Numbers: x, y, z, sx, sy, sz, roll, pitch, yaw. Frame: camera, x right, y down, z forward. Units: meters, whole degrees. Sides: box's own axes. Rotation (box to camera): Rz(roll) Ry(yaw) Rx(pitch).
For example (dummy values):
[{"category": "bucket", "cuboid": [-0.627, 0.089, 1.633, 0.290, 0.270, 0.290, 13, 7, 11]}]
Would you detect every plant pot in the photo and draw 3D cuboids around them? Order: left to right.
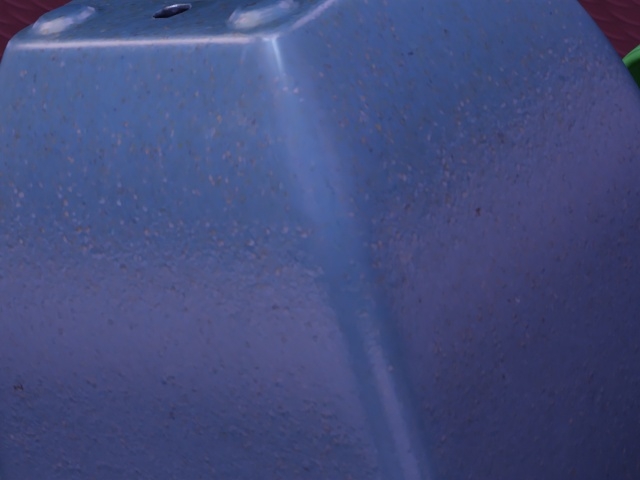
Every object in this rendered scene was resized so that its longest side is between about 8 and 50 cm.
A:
[{"category": "plant pot", "cuboid": [0.000, 0.000, 0.829, 0.247, 0.252, 0.248, 4, 30, 38]}]

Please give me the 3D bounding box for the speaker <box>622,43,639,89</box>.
[{"category": "speaker", "cuboid": [0.282, -0.080, 0.954, 0.296, 0.131, 0.131, -20, -11, -27]}]
